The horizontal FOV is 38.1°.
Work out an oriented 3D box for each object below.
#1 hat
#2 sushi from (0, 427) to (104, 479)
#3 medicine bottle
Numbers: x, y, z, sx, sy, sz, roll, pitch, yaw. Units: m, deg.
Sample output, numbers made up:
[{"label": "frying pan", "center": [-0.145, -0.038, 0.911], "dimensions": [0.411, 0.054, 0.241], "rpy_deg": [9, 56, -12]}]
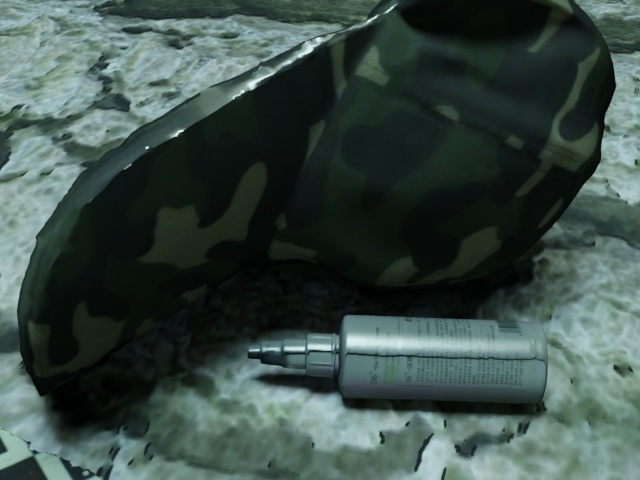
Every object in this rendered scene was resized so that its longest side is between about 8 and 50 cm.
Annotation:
[{"label": "hat", "center": [0.000, 0.000, 0.638], "dimensions": [0.257, 0.366, 0.382], "rpy_deg": [35, 69, 2]}, {"label": "sushi", "center": [-0.220, 0.190, 0.466], "dimensions": [0.264, 0.050, 0.290], "rpy_deg": [19, 38, 23]}, {"label": "medicine bottle", "center": [0.050, 0.080, 0.629], "dimensions": [0.199, 0.058, 0.057], "rpy_deg": [2, 35, 0]}]
